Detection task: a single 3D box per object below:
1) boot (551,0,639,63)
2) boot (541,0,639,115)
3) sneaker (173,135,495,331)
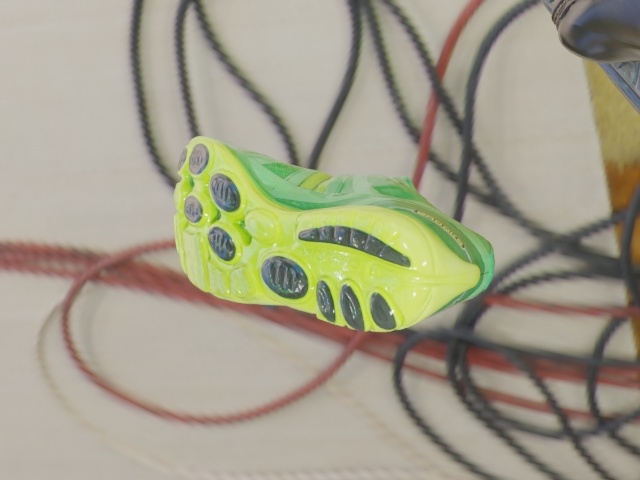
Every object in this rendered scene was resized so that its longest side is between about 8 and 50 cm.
[{"bbox_3d":[0.178,-0.076,0.881,0.082,0.106,0.219,15,172,-31],"label":"boot"},{"bbox_3d":[0.288,-0.055,1.252,0.146,0.367,0.445,-28,143,11],"label":"boot"},{"bbox_3d":[0.000,0.000,1.315,0.295,0.123,0.109,23,108,46],"label":"sneaker"}]
